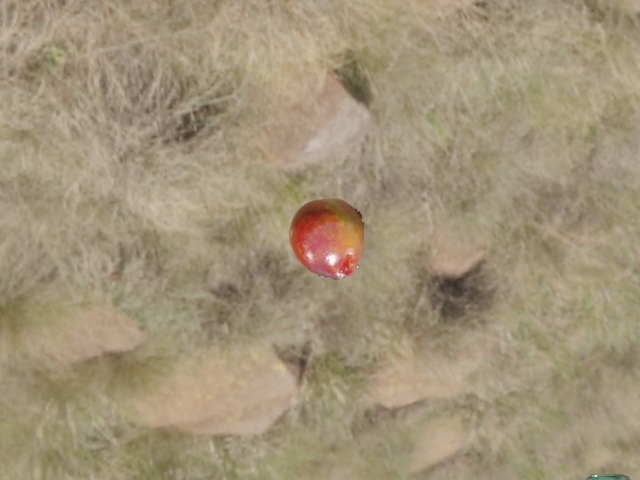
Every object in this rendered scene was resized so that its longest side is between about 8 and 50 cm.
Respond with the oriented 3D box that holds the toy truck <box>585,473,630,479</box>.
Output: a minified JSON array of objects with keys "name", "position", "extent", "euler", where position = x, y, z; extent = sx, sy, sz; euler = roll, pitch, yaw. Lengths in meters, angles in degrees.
[{"name":"toy truck","position":[0.265,0.331,1.109],"extent":[0.135,0.128,0.259],"euler":[18,150,-33]}]

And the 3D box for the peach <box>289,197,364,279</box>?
[{"name":"peach","position":[0.000,-0.001,1.123],"extent":[0.098,0.098,0.061],"euler":[-40,152,30]}]
